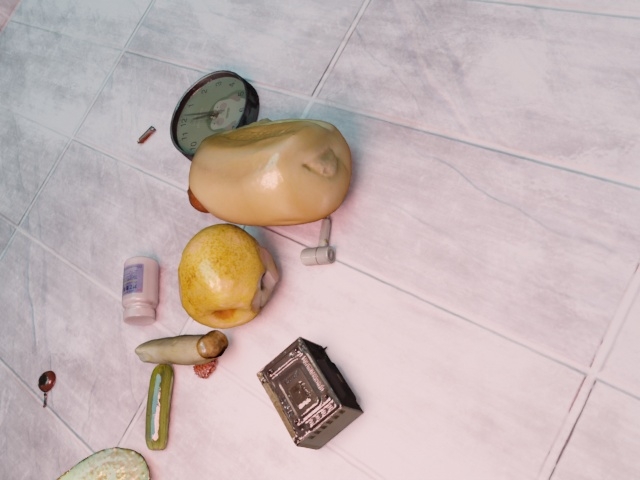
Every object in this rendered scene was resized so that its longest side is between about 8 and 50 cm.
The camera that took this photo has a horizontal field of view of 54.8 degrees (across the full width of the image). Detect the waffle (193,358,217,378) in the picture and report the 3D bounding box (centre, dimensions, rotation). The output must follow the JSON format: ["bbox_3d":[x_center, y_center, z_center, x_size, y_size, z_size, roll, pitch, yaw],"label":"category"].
[{"bbox_3d":[-0.310,0.330,1.651,0.075,0.029,0.083,30,87,46],"label":"waffle"}]

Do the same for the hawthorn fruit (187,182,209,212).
[{"bbox_3d":[-0.302,-0.159,1.794,0.189,0.149,0.149,-17,61,24],"label":"hawthorn fruit"}]

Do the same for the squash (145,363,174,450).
[{"bbox_3d":[-0.433,0.443,1.656,0.066,0.066,0.228,-13,65,26],"label":"squash"}]

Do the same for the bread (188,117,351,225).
[{"bbox_3d":[-0.121,-0.170,1.604,0.376,0.253,0.348,-2,24,29],"label":"bread"}]

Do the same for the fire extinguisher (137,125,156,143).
[{"bbox_3d":[-0.605,-0.361,2.137,0.083,0.022,0.028,-43,16,9],"label":"fire extinguisher"}]

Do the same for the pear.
[{"bbox_3d":[-0.250,0.088,1.588,0.271,0.271,0.271,-12,64,26],"label":"pear"}]

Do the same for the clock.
[{"bbox_3d":[-0.344,-0.395,1.970,0.319,0.066,0.318,-12,64,27],"label":"clock"}]

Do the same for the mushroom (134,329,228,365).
[{"bbox_3d":[-0.369,0.291,1.642,0.312,0.100,0.081,-12,89,38],"label":"mushroom"}]

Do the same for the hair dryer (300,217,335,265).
[{"bbox_3d":[0.000,0.000,1.607,0.082,0.047,0.137,-5,61,30],"label":"hair dryer"}]

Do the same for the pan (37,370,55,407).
[{"bbox_3d":[-0.861,0.461,1.926,0.068,0.023,0.115,-16,62,23],"label":"pan"}]

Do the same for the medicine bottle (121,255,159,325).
[{"bbox_3d":[-0.531,0.149,1.818,0.103,0.103,0.186,-17,61,24],"label":"medicine bottle"}]

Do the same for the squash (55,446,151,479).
[{"bbox_3d":[-0.575,0.677,1.552,0.234,0.210,0.309,42,98,24],"label":"squash"}]

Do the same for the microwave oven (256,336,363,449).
[{"bbox_3d":[-0.029,0.349,1.418,0.163,0.129,0.205,-43,55,9],"label":"microwave oven"}]
